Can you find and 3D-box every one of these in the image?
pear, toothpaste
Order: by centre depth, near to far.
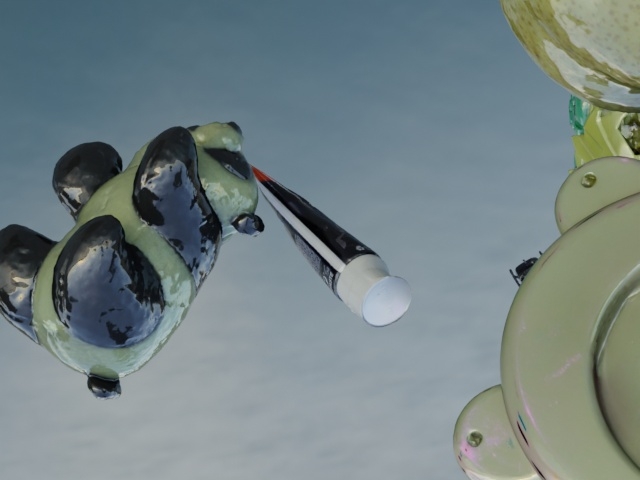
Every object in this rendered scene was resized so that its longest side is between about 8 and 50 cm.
[{"bbox_3d":[0.151,-0.127,0.834,0.167,0.137,0.167,-32,-170,6],"label":"pear"},{"bbox_3d":[0.000,0.000,1.544,0.045,0.193,0.071,-39,132,-7],"label":"toothpaste"}]

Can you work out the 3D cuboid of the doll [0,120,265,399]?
[{"bbox_3d":[-0.141,-0.002,1.491,0.143,0.234,0.135,0,139,46],"label":"doll"}]

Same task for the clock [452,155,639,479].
[{"bbox_3d":[0.255,0.090,1.175,0.309,0.284,0.114,17,165,30],"label":"clock"}]

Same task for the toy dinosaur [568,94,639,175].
[{"bbox_3d":[0.229,-0.106,1.500,0.094,0.259,0.153,-4,168,0],"label":"toy dinosaur"}]

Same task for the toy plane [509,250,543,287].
[{"bbox_3d":[0.182,0.050,1.555,0.031,0.121,0.049,-31,131,4],"label":"toy plane"}]
